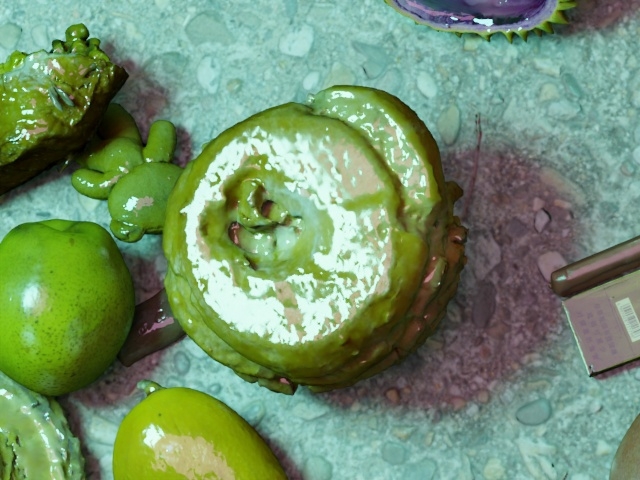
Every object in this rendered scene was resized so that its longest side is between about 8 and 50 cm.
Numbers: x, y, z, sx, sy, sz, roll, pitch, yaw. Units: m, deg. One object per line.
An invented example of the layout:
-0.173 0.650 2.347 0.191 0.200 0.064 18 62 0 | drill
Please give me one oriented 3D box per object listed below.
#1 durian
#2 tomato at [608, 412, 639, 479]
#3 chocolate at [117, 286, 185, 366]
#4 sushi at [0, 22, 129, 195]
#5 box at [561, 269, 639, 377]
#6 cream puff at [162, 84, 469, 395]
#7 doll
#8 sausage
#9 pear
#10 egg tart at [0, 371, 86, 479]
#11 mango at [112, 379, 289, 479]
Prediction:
0.192 -0.322 1.963 0.260 0.154 0.186 28 63 23 | durian
0.414 0.251 1.731 0.255 0.224 0.256 -1 84 6 | tomato
-0.203 0.097 2.008 0.100 0.031 0.064 -29 68 7 | chocolate
-0.355 -0.153 2.028 0.296 0.166 0.179 -28 71 42 | sushi
0.337 0.084 1.886 0.133 0.023 0.090 -22 75 7 | box
0.000 0.000 1.877 0.327 0.231 0.343 32 93 23 | cream puff
-0.217 -0.075 2.033 0.137 0.097 0.209 -28 51 -12 | doll
0.317 0.024 1.900 0.147 0.035 0.030 -24 96 6 | sausage
-0.302 0.071 1.952 0.198 0.198 0.198 -3 77 13 | pear
-0.432 0.295 1.960 0.352 0.150 0.352 -4 77 16 | egg tart
-0.119 0.288 1.900 0.176 0.119 0.317 -37 78 1 | mango
